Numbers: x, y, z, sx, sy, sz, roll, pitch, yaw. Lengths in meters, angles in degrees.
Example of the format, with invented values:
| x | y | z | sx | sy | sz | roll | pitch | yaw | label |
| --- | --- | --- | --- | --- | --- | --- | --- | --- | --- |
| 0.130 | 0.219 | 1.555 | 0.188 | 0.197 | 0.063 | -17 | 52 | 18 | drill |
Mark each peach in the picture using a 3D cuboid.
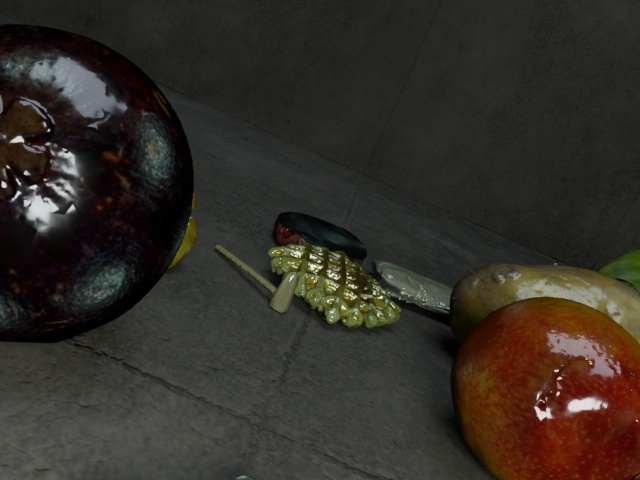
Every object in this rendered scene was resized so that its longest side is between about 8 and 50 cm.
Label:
| x | y | z | sx | sy | sz | roll | pitch | yaw | label |
| --- | --- | --- | --- | --- | --- | --- | --- | --- | --- |
| 0.256 | 0.174 | 0.672 | 0.231 | 0.231 | 0.231 | 22 | 15 | -6 | peach |

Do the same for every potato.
| x | y | z | sx | sy | sz | roll | pitch | yaw | label |
| --- | --- | --- | --- | --- | --- | --- | --- | --- | --- |
| 0.337 | 0.129 | 0.981 | 0.266 | 0.229 | 0.229 | 16 | 16 | -12 | potato |

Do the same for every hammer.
| x | y | z | sx | sy | sz | roll | pitch | yaw | label |
| --- | --- | --- | --- | --- | --- | --- | --- | --- | --- |
| -0.102 | 0.036 | 0.907 | 0.028 | 0.060 | 0.195 | 8 | 17 | -45 | hammer |

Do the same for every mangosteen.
| x | y | z | sx | sy | sz | roll | pitch | yaw | label |
| --- | --- | --- | --- | --- | --- | --- | --- | --- | --- |
| -0.253 | -0.045 | 0.549 | 0.288 | 0.288 | 0.288 | 22 | 15 | -6 | mangosteen |

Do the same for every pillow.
| x | y | z | sx | sy | sz | roll | pitch | yaw | label |
| --- | --- | --- | --- | --- | --- | --- | --- | --- | --- |
| 0.202 | 0.100 | 1.154 | 0.230 | 0.050 | 0.148 | 25 | 19 | -7 | pillow |

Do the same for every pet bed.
| x | y | z | sx | sy | sz | roll | pitch | yaw | label |
| --- | --- | --- | --- | --- | --- | --- | --- | --- | --- |
| 0.000 | 0.000 | 1.185 | 0.201 | 0.053 | 0.201 | 23 | 14 | -6 | pet bed |

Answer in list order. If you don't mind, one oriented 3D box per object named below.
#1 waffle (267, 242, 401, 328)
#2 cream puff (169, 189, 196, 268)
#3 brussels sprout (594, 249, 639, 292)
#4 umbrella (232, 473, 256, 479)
| x | y | z | sx | sy | sz | roll | pitch | yaw | label |
| --- | --- | --- | --- | --- | --- | --- | --- | --- | --- |
| 0.025 | 0.069 | 0.974 | 0.208 | 0.054 | 0.214 | 12 | 24 | -48 | waffle |
| -0.228 | -0.035 | 0.834 | 0.146 | 0.116 | 0.146 | 25 | 12 | -6 | cream puff |
| 0.598 | 0.171 | 1.127 | 0.268 | 0.344 | 0.344 | -8 | -6 | 35 | brussels sprout |
| -0.072 | 0.185 | 0.418 | 0.188 | 0.046 | 0.050 | 13 | 61 | -35 | umbrella |
